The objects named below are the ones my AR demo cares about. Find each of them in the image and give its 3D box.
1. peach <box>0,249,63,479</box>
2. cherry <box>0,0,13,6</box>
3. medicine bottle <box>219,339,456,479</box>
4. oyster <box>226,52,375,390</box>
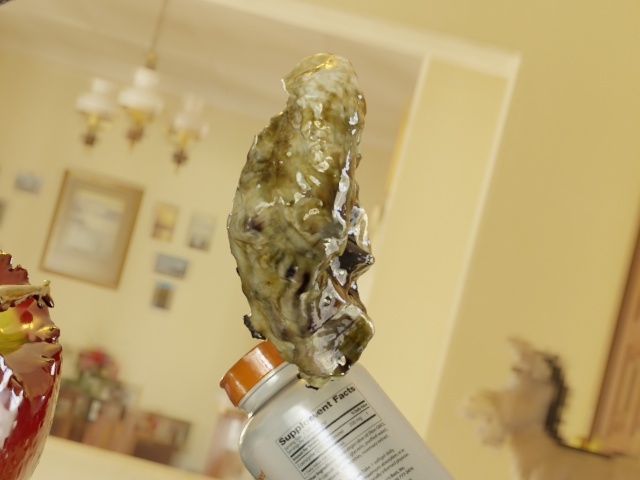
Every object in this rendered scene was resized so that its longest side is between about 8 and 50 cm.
[{"bbox_3d":[-0.394,0.130,1.499,0.335,0.310,0.406,23,4,-5],"label":"peach"},{"bbox_3d":[-0.353,-0.302,1.711,0.195,0.195,0.195,14,-6,2],"label":"cherry"},{"bbox_3d":[0.024,0.223,1.779,0.288,0.157,0.157,51,1,12],"label":"medicine bottle"},{"bbox_3d":[0.006,-0.002,1.557,0.094,0.166,0.294,11,-52,39],"label":"oyster"}]
